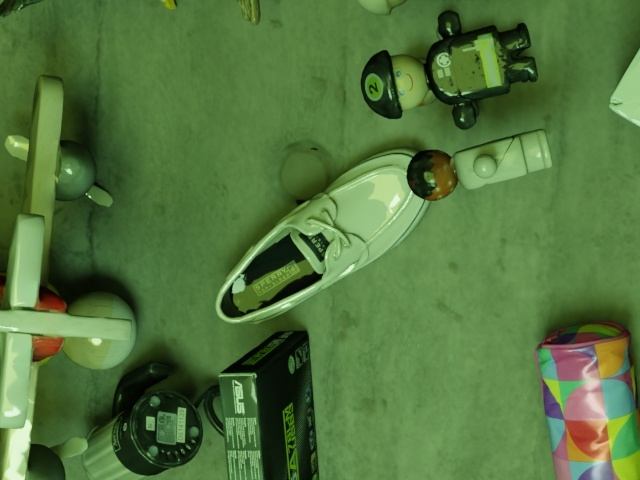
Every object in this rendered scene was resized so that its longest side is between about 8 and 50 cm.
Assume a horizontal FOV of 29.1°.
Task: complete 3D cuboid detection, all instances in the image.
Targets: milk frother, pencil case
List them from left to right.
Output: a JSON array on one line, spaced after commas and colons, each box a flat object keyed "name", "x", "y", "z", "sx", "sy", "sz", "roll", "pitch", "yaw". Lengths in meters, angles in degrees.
[{"name": "milk frother", "x": -0.163, "y": 0.213, "z": 1.344, "sx": 0.143, "sy": 0.129, "sz": 0.135, "roll": 30, "pitch": 145, "yaw": -20}, {"name": "pencil case", "x": 0.271, "y": 0.201, "z": 1.225, "sx": 0.104, "sy": 0.104, "sz": 0.236, "roll": -5, "pitch": 96, "yaw": 15}]

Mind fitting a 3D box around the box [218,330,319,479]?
[{"name": "box", "x": -0.048, "y": 0.203, "z": 1.261, "sx": 0.045, "sy": 0.184, "sz": 0.190, "roll": -2, "pitch": 97, "yaw": 14}]

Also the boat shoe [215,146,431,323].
[{"name": "boat shoe", "x": 0.000, "y": 0.000, "z": 1.265, "sx": 0.267, "sy": 0.088, "sz": 0.096, "roll": -32, "pitch": 90, "yaw": 17}]

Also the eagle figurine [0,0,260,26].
[{"name": "eagle figurine", "x": -0.190, "y": -0.303, "z": 1.218, "sx": 0.298, "sy": 0.226, "sz": 0.225, "roll": 13, "pitch": 122, "yaw": 7}]

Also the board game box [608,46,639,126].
[{"name": "board game box", "x": 0.341, "y": -0.192, "z": 1.034, "sx": 0.097, "sy": 0.303, "sz": 0.224, "roll": 32, "pitch": 106, "yaw": 7}]

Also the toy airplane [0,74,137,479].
[{"name": "toy airplane", "x": -0.294, "y": 0.081, "z": 1.255, "sx": 0.386, "sy": 0.272, "sz": 0.384, "roll": -54, "pitch": 47, "yaw": 27}]

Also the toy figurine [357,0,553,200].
[{"name": "toy figurine", "x": 0.118, "y": -0.155, "z": 1.133, "sx": 0.148, "sy": 0.209, "sz": 0.213, "roll": -13, "pitch": 53, "yaw": 8}]
